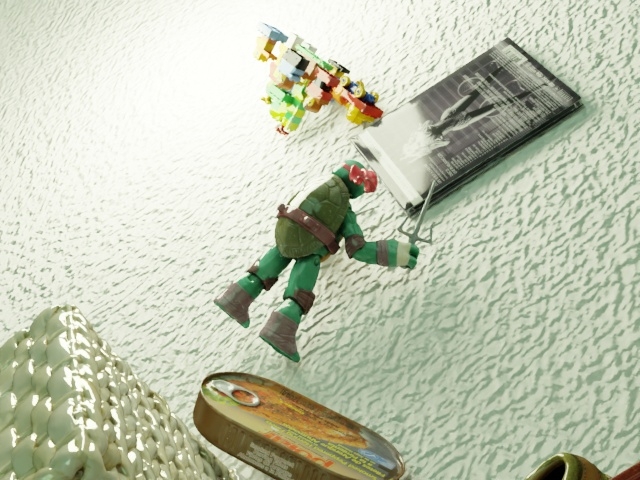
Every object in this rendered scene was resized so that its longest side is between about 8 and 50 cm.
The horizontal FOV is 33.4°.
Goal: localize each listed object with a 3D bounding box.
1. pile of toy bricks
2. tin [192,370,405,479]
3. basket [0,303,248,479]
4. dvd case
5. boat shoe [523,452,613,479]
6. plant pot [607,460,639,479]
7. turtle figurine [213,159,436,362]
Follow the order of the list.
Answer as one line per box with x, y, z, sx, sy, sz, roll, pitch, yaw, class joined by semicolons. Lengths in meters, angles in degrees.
-0.030;-0.182;1.316;0.212;0.118;0.105;43;112;41;pile of toy bricks
-0.021;0.169;0.903;0.190;0.106;0.040;25;102;17;tin
-0.214;0.270;0.766;0.328;0.266;0.331;-38;21;-2;basket
0.157;-0.129;1.185;0.221;0.018;0.164;-33;40;0;dvd case
0.113;0.282;0.698;0.111;0.104;0.307;-5;46;53;boat shoe
0.217;0.277;0.516;0.267;0.235;0.267;-27;46;-10;plant pot
0.000;0.000;1.088;0.234;0.118;0.175;-52;34;-8;turtle figurine
